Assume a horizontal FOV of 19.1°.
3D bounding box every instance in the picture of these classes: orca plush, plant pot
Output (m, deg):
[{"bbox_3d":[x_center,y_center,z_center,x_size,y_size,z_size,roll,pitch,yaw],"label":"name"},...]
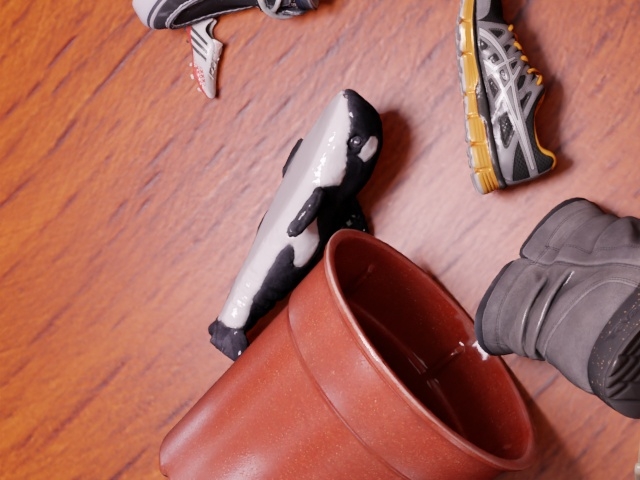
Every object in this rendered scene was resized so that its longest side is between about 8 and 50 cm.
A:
[{"bbox_3d":[0.000,0.000,1.837,0.102,0.151,0.287,24,92,-14],"label":"orca plush"},{"bbox_3d":[0.012,0.177,1.752,0.265,0.272,0.272,-42,76,20],"label":"plant pot"}]

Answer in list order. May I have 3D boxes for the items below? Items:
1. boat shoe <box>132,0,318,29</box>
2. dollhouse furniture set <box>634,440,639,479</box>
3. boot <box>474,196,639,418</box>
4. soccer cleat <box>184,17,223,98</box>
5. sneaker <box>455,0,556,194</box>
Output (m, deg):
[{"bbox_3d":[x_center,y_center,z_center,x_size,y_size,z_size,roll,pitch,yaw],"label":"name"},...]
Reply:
[{"bbox_3d":[-0.039,-0.267,1.865,0.301,0.108,0.102,-26,78,7],"label":"boat shoe"},{"bbox_3d":[0.410,0.188,1.684,0.259,0.135,0.262,4,74,13],"label":"dollhouse furniture set"},{"bbox_3d":[0.300,-0.005,1.711,0.338,0.118,0.223,-40,32,-14],"label":"boot"},{"bbox_3d":[-0.113,-0.185,1.919,0.036,0.029,0.083,-16,78,20],"label":"soccer cleat"},{"bbox_3d":[0.173,-0.153,1.808,0.083,0.084,0.214,-7,88,3],"label":"sneaker"}]
